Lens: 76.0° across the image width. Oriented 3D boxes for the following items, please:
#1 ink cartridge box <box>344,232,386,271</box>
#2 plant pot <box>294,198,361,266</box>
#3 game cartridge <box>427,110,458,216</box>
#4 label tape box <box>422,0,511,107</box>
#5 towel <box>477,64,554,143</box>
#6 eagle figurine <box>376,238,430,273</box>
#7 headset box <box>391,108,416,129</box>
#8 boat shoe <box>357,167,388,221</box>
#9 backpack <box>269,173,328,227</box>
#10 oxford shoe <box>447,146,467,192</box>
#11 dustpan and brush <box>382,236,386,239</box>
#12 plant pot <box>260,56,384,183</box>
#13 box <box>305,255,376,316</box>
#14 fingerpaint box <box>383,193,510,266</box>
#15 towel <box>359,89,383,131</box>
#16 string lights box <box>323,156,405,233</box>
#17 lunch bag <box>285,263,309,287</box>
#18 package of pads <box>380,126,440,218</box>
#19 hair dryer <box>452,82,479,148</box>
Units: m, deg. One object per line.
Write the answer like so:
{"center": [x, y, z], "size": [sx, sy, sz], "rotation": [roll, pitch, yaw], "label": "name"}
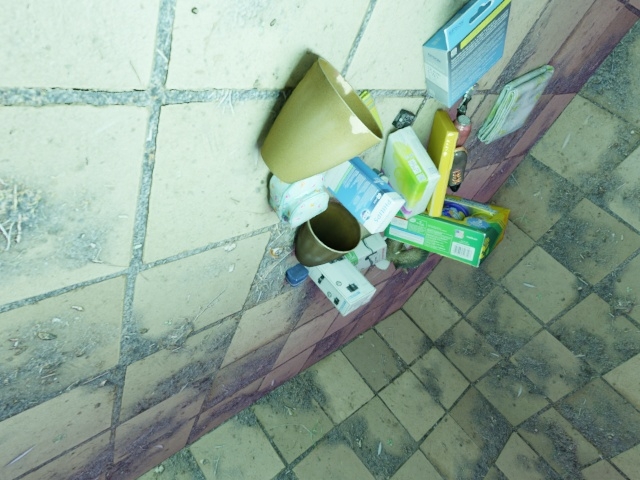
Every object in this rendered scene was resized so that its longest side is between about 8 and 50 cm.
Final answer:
{"center": [0.217, 0.067, 2.018], "size": [0.208, 0.087, 0.153], "rotation": [-25, 150, -7], "label": "ink cartridge box"}
{"center": [0.000, 0.000, 1.505], "size": [0.215, 0.215, 0.230], "rotation": [-23, 165, -39], "label": "plant pot"}
{"center": [0.443, -0.296, 1.541], "size": [0.285, 0.052, 0.324], "rotation": [-80, 175, -56], "label": "game cartridge"}
{"center": [0.435, -0.606, 1.230], "size": [0.249, 0.115, 0.347], "rotation": [-44, 155, 2], "label": "label tape box"}
{"center": [0.961, -0.660, 2.012], "size": [0.374, 0.090, 0.321], "rotation": [-31, 155, -27], "label": "towel"}
{"center": [0.453, 0.051, 2.290], "size": [0.298, 0.226, 0.225], "rotation": [121, -14, -70], "label": "eagle figurine"}
{"center": [0.293, -0.418, 1.425], "size": [0.083, 0.032, 0.062], "rotation": [-12, 143, -52], "label": "headset box"}
{"center": [0.160, -0.163, 1.596], "size": [0.095, 0.079, 0.255], "rotation": [-3, 133, -53], "label": "boat shoe"}
{"center": [-0.062, -0.142, 1.198], "size": [0.165, 0.144, 0.188], "rotation": [-28, 151, -18], "label": "backpack"}
{"center": [0.536, -0.276, 1.608], "size": [0.096, 0.099, 0.271], "rotation": [-14, 160, 12], "label": "oxford shoe"}
{"center": [0.272, 0.034, 2.146], "size": [0.147, 0.060, 0.211], "rotation": [-9, 140, -52], "label": "dustpan and brush"}
{"center": [-0.019, -0.260, 0.994], "size": [0.254, 0.237, 0.237], "rotation": [-36, 161, 22], "label": "plant pot"}
{"center": [0.078, 0.166, 1.770], "size": [0.169, 0.290, 0.087], "rotation": [-21, 148, -37], "label": "box"}
{"center": [0.579, -0.083, 1.877], "size": [0.371, 0.444, 0.163], "rotation": [-27, 129, -46], "label": "fingerpaint box"}
{"center": [0.135, -0.368, 1.279], "size": [0.102, 0.021, 0.237], "rotation": [-40, 159, 7], "label": "towel"}
{"center": [0.132, -0.159, 1.325], "size": [0.076, 0.260, 0.133], "rotation": [-13, 144, -50], "label": "string lights box"}
{"center": [-0.098, 0.148, 1.739], "size": [0.098, 0.067, 0.065], "rotation": [-28, 153, -34], "label": "lunch bag"}
{"center": [0.318, -0.244, 1.498], "size": [0.101, 0.229, 0.296], "rotation": [-22, 161, -7], "label": "package of pads"}
{"center": [0.541, -0.450, 1.551], "size": [0.223, 0.080, 0.294], "rotation": [-38, 149, -65], "label": "hair dryer"}
